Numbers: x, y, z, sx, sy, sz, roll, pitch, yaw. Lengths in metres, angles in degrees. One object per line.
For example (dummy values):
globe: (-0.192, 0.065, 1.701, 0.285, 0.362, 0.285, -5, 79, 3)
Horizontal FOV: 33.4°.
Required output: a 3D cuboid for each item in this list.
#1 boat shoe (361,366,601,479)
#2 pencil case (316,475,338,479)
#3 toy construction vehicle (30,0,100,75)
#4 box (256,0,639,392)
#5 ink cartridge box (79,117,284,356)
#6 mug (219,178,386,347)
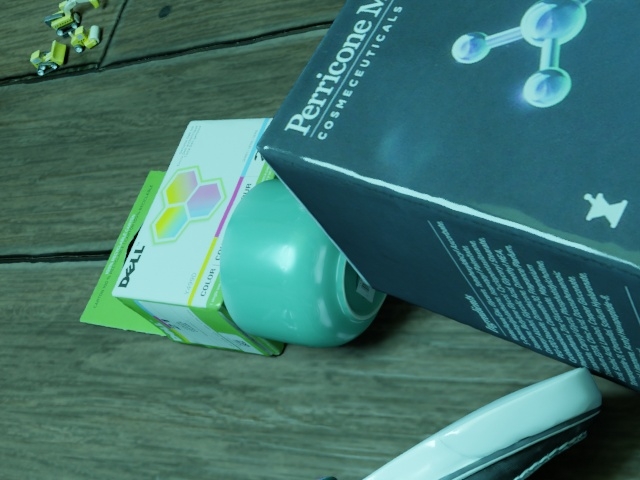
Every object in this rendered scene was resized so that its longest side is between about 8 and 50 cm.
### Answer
boat shoe: (0.066, 0.194, 0.701, 0.301, 0.108, 0.102, -34, 77, 7)
pencil case: (0.025, 0.214, 0.629, 0.070, 0.064, 0.151, -47, 71, 29)
toy construction vehicle: (-0.320, -0.261, 1.336, 0.098, 0.035, 0.085, -17, 52, 26)
box: (0.218, -0.074, 0.664, 0.396, 0.212, 0.293, 20, 72, 35)
ink cartridge box: (-0.127, -0.009, 0.980, 0.255, 0.097, 0.188, 4, 63, 36)
mug: (-0.004, 0.007, 0.841, 0.097, 0.157, 0.129, 8, 29, 34)
